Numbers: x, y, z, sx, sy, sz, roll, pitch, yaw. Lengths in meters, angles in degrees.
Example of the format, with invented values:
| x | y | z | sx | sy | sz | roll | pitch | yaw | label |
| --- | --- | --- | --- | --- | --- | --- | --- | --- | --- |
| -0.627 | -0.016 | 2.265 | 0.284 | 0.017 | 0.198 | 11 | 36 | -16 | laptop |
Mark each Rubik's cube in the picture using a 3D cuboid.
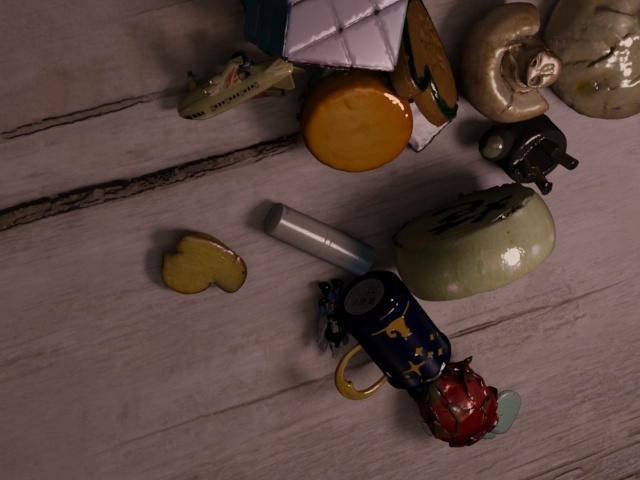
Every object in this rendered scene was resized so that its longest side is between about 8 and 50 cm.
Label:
| x | y | z | sx | sy | sz | roll | pitch | yaw | label |
| --- | --- | --- | --- | --- | --- | --- | --- | --- | --- |
| 0.011 | -0.435 | 1.524 | 0.221 | 0.224 | 0.231 | 1 | 110 | -23 | Rubik's cube |

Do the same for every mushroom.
| x | y | z | sx | sy | sz | roll | pitch | yaw | label |
| --- | --- | --- | --- | --- | --- | --- | --- | --- | --- |
| 0.389 | -0.360 | 1.827 | 0.189 | 0.195 | 0.253 | -22 | 116 | -8 | mushroom |

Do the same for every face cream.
| x | y | z | sx | sy | sz | roll | pitch | yaw | label |
| --- | --- | --- | --- | --- | --- | --- | --- | --- | --- |
| 0.000 | 0.000 | 1.898 | 0.250 | 0.077 | 0.077 | 25 | 101 | -26 | face cream |

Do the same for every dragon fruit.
| x | y | z | sx | sy | sz | roll | pitch | yaw | label |
| --- | --- | --- | --- | --- | --- | --- | --- | --- | --- |
| 0.329 | 0.399 | 2.138 | 0.192 | 0.193 | 0.274 | -36 | 122 | 28 | dragon fruit |

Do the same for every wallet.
| x | y | z | sx | sy | sz | roll | pitch | yaw | label |
| --- | --- | --- | --- | --- | --- | --- | --- | --- | --- |
| 0.176 | -0.329 | 1.855 | 0.146 | 0.030 | 0.285 | -46 | 120 | -1 | wallet |

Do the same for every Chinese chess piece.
| x | y | z | sx | sy | sz | roll | pitch | yaw | label |
| --- | --- | --- | --- | --- | --- | --- | --- | --- | --- |
| 0.328 | 0.000 | 1.869 | 0.349 | 0.349 | 0.146 | -25 | 102 | -9 | Chinese chess piece |

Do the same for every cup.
| x | y | z | sx | sy | sz | roll | pitch | yaw | label |
| --- | --- | --- | --- | --- | --- | --- | --- | --- | --- |
| 0.147 | 0.232 | 1.951 | 0.256 | 0.178 | 0.255 | 50 | 53 | -35 | cup |

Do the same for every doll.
| x | y | z | sx | sy | sz | roll | pitch | yaw | label |
| --- | --- | --- | --- | --- | --- | --- | --- | --- | --- |
| 0.030 | 0.186 | 1.994 | 0.096 | 0.070 | 0.195 | -14 | 111 | -28 | doll |

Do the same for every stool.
| x | y | z | sx | sy | sz | roll | pitch | yaw | label |
| --- | --- | --- | --- | --- | --- | --- | --- | --- | --- |
| 0.460 | -0.188 | 1.939 | 0.228 | 0.139 | 0.153 | -15 | 137 | -18 | stool |

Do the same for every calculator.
| x | y | z | sx | sy | sz | roll | pitch | yaw | label |
| --- | --- | --- | --- | --- | --- | --- | --- | --- | --- |
| 0.480 | 0.467 | 2.306 | 0.095 | 0.021 | 0.153 | 22 | 99 | -26 | calculator |

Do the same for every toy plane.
| x | y | z | sx | sy | sz | roll | pitch | yaw | label |
| --- | --- | --- | --- | --- | --- | --- | --- | --- | --- |
| -0.162 | -0.300 | 1.672 | 0.256 | 0.242 | 0.104 | -10 | 82 | 14 | toy plane |

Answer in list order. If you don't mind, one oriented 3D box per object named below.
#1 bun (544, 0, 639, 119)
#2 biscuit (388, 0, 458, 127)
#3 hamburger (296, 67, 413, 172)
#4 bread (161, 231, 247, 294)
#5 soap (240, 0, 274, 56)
| x | y | z | sx | sy | sz | roll | pitch | yaw | label |
| --- | --- | --- | --- | --- | --- | --- | --- | --- | --- |
| 0.676 | -0.427 | 1.894 | 0.365 | 0.219 | 0.365 | -6 | 114 | -14 | bun |
| 0.189 | -0.378 | 1.708 | 0.057 | 0.287 | 0.343 | -18 | 115 | 27 | biscuit |
| 0.070 | -0.268 | 1.746 | 0.246 | 0.170 | 0.246 | -3 | 133 | -3 | hamburger |
| -0.250 | 0.055 | 1.843 | 0.188 | 0.065 | 0.149 | 30 | 110 | -31 | bread |
| -0.089 | -0.505 | 1.641 | 0.218 | 0.098 | 0.273 | -29 | 118 | -10 | soap |
